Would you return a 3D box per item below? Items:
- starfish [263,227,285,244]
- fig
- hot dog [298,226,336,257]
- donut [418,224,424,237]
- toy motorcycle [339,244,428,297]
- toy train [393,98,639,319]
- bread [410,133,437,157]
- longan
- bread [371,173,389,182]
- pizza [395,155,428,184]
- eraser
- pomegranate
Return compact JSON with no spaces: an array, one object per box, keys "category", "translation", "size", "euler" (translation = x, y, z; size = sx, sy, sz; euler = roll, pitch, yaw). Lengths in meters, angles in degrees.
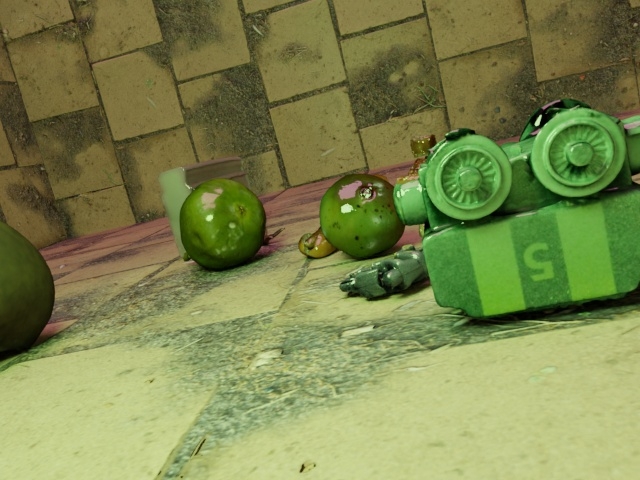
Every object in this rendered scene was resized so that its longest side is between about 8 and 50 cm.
[{"category":"starfish","translation":[-0.164,-0.011,1.650],"size":[0.133,0.041,0.130],"euler":[-7,19,4]},{"category":"fig","translation":[-0.276,-0.044,1.457],"size":[0.233,0.233,0.314],"euler":[-22,19,-38]},{"category":"hot dog","translation":[0.002,0.000,1.325],"size":[0.090,0.060,0.140],"euler":[-2,11,31]},{"category":"donut","translation":[0.281,-0.045,1.177],"size":[0.174,0.068,0.174],"euler":[-13,11,3]},{"category":"toy motorcycle","translation":[0.122,0.047,0.897],"size":[0.193,0.061,0.124],"euler":[-19,4,1]},{"category":"toy train","translation":[0.244,-0.035,0.681],"size":[0.299,0.238,0.167],"euler":[-13,11,16]},{"category":"bread","translation":[0.361,-0.328,1.988],"size":[0.083,0.070,0.076],"euler":[-4,12,33]},{"category":"longan","translation":[-0.662,0.097,1.055],"size":[0.319,0.319,0.319],"euler":[-13,10,2]},{"category":"bread","translation":[0.187,-0.198,2.088],"size":[0.125,0.082,0.106],"euler":[-15,4,-23]},{"category":"pizza","translation":[0.427,-0.236,1.935],"size":[0.408,0.114,0.278],"euler":[-13,15,-10]},{"category":"eraser","translation":[-0.349,-0.121,1.866],"size":[0.122,0.272,0.359],"euler":[-11,8,24]},{"category":"pomegranate","translation":[0.079,-0.036,1.189],"size":[0.180,0.180,0.210],"euler":[-18,-27,-25]}]
